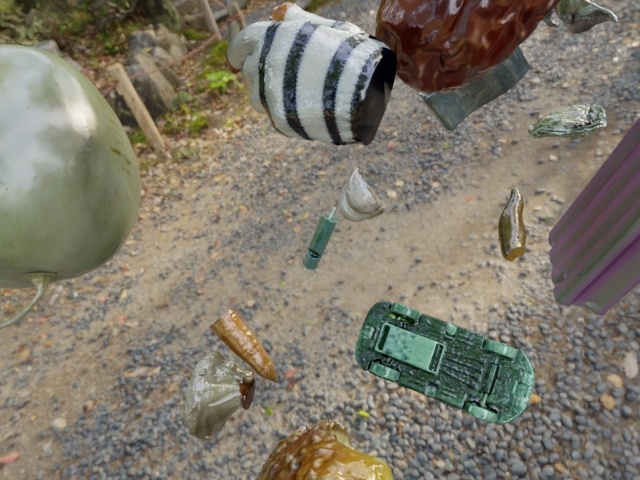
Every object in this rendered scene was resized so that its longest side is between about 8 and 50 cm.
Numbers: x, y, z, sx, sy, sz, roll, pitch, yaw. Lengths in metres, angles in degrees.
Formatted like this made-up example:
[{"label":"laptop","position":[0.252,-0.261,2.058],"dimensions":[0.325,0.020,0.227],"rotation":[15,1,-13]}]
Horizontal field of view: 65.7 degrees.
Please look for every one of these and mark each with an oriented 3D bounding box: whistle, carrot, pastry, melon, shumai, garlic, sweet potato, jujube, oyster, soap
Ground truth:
[{"label":"whistle","position":[0.000,0.000,1.034],"dimensions":[0.039,0.186,0.039],"rotation":[8,54,-12]},{"label":"carrot","position":[-0.168,0.256,1.154],"dimensions":[0.072,0.205,0.072],"rotation":[-40,0,0]},{"label":"pastry","position":[-0.005,0.509,0.842],"dimensions":[0.337,0.292,0.405],"rotation":[-45,7,-14]},{"label":"melon","position":[-0.356,-0.084,0.601],"dimensions":[0.271,0.308,0.272],"rotation":[-32,2,1]},{"label":"shumai","position":[-0.221,0.364,1.148],"dimensions":[0.120,0.202,0.201],"rotation":[3,40,21]},{"label":"garlic","position":[0.129,-0.143,1.733],"dimensions":[0.142,0.178,0.229],"rotation":[-33,-9,11]},{"label":"sweet potato","position":[0.535,-0.041,1.379],"dimensions":[0.077,0.077,0.244],"rotation":[-2,49,24]},{"label":"jujube","position":[0.175,-0.287,0.560],"dimensions":[0.250,0.174,0.174],"rotation":[-44,24,28]},{"label":"oyster","position":[0.493,-0.231,0.995],"dimensions":[0.124,0.064,0.177],"rotation":[-10,18,10]},{"label":"soap","position":[0.328,-0.020,0.540],"dimensions":[0.065,0.203,0.122],"rotation":[15,52,3]}]

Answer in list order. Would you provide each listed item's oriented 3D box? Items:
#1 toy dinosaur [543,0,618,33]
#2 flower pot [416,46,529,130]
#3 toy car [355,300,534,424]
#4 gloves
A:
[{"label":"toy dinosaur","position":[0.534,-0.530,1.058],"dimensions":[0.077,0.162,0.294],"rotation":[-15,30,14]},{"label":"flower pot","position":[0.339,-0.361,1.108],"dimensions":[0.229,0.108,0.103],"rotation":[-34,31,20]},{"label":"toy car","position":[0.219,0.217,0.901],"dimensions":[0.305,0.125,0.136],"rotation":[18,81,14]},{"label":"gloves","position":[-0.031,-0.183,0.551],"dimensions":[0.218,0.140,0.131],"rotation":[20,31,22]}]
